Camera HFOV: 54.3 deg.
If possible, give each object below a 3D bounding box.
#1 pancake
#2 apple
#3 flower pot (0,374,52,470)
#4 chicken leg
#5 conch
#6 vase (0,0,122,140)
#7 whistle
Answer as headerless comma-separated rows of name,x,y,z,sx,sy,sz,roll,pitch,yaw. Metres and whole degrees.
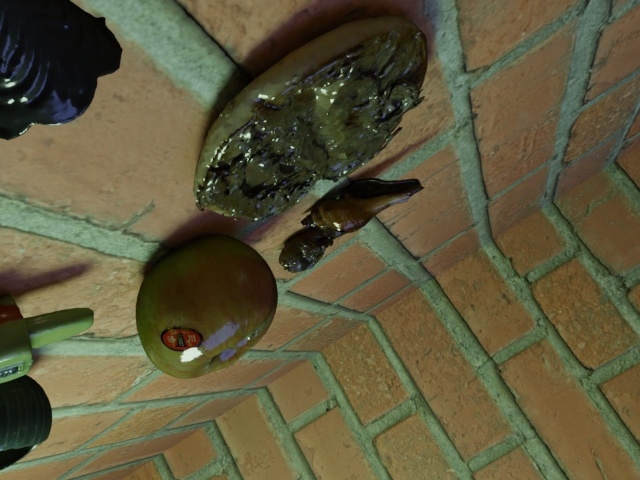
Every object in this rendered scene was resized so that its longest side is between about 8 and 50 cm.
pancake,-0.011,-0.148,0.868,0.382,0.071,0.382,-29,163,-10
apple,-0.194,0.113,1.069,0.260,0.194,0.261,-31,163,-10
flower pot,-0.563,0.301,1.030,0.189,0.157,0.243,-33,163,10
chicken leg,-0.002,-0.001,1.304,0.198,0.069,0.085,-35,139,-9
conch,0.076,-0.067,1.199,0.232,0.086,0.080,-26,162,-10
vase,-0.223,-0.173,0.346,0.115,0.115,0.237,-31,147,-2
whistle,-0.458,0.142,0.856,0.288,0.106,0.131,-16,155,-36
